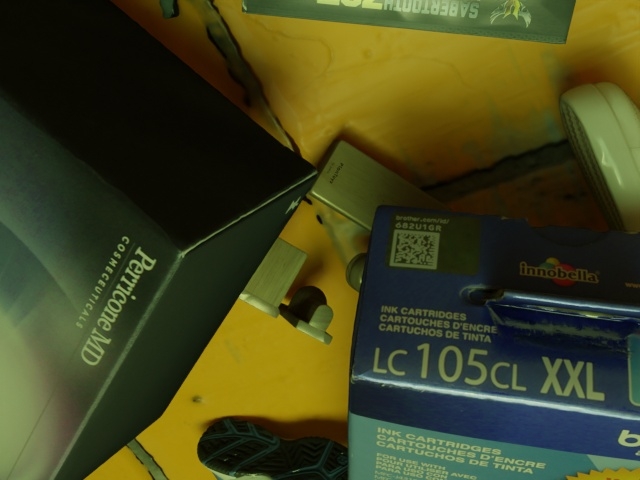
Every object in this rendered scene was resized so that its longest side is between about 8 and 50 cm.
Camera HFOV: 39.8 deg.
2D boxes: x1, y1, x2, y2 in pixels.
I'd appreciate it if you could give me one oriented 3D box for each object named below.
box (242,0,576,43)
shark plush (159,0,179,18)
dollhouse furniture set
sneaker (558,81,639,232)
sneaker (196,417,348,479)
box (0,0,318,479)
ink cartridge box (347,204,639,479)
[{"bbox_3d":[0.066,-0.234,0.584,0.232,0.059,0.183,6,125,1],"label":"box"},{"bbox_3d":[-0.127,-0.238,0.626,0.067,0.073,0.161,7,149,25],"label":"shark plush"},{"bbox_3d":[0.000,0.000,0.773,0.144,0.123,0.151,31,87,-15],"label":"dollhouse furniture set"},{"bbox_3d":[0.310,-0.034,0.680,0.169,0.108,0.292,-30,119,14],"label":"sneaker"},{"bbox_3d":[-0.024,0.245,0.901,0.211,0.080,0.081,17,143,28],"label":"sneaker"},{"bbox_3d":[-0.213,-0.012,0.636,0.294,0.182,0.296,39,123,8],"label":"box"},{"bbox_3d":[0.158,0.120,0.657,0.269,0.151,0.396,6,142,7],"label":"ink cartridge box"}]
